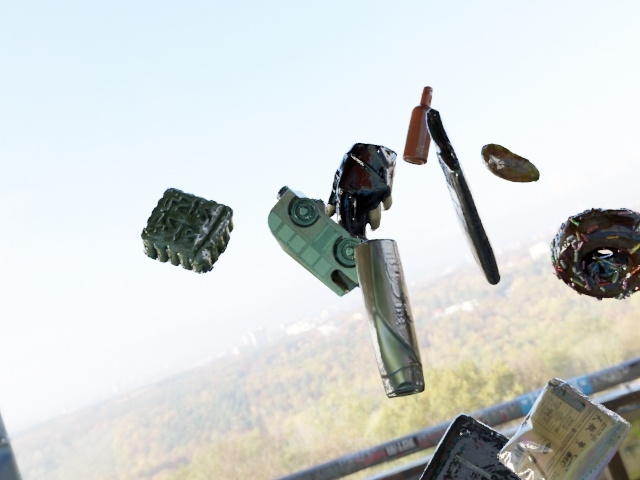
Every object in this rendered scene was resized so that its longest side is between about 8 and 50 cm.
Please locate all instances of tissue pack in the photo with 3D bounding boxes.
[{"bbox_3d":[0.568,0.478,1.593,0.123,0.215,0.256,27,-84,-45],"label":"tissue pack"}]

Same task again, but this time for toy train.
[{"bbox_3d":[0.000,0.000,1.683,0.159,0.326,0.129,-49,-9,7],"label":"toy train"}]

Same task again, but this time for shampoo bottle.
[{"bbox_3d":[0.156,0.172,1.510,0.126,0.349,0.084,3,-19,-43],"label":"shampoo bottle"},{"bbox_3d":[0.310,-0.355,2.071,0.086,0.244,0.085,11,-9,2],"label":"shampoo bottle"}]

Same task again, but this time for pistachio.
[{"bbox_3d":[0.481,-0.188,1.748,0.049,0.173,0.089,-42,-30,-26],"label":"pistachio"}]

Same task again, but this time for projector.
[{"bbox_3d":[0.538,0.844,2.245,0.405,0.395,0.242,-55,-23,-18],"label":"projector"}]

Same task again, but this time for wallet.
[{"bbox_3d":[0.249,-0.069,1.177,0.044,0.170,0.321,-20,-43,15],"label":"wallet"}]

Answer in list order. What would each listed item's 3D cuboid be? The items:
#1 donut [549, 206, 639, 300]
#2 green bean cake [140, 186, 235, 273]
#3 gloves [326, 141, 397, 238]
[{"bbox_3d":[0.688,0.038,1.623,0.270,0.269,0.103,-23,32,34],"label":"donut"},{"bbox_3d":[-0.421,-0.030,2.159,0.132,0.255,0.241,97,-163,-54],"label":"green bean cake"},{"bbox_3d":[0.103,-0.120,1.845,0.197,0.300,0.152,11,19,24],"label":"gloves"}]
